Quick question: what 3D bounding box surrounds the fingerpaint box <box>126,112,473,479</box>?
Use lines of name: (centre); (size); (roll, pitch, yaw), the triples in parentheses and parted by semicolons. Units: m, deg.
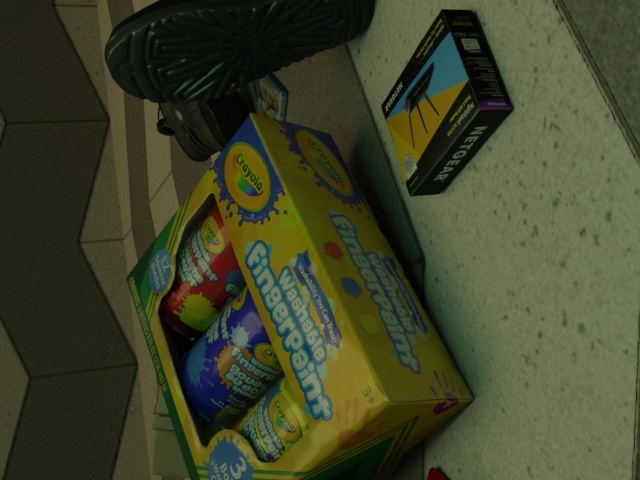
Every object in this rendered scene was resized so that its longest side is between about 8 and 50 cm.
fingerpaint box: (-0.063, 0.120, 1.117); (0.371, 0.163, 0.444); (-47, 54, 32)

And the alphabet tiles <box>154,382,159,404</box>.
alphabet tiles: (-0.250, 0.340, 1.758); (0.278, 0.021, 0.284); (53, -153, -38)

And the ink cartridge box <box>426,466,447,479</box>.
ink cartridge box: (0.100, 0.456, 0.949); (0.272, 0.130, 0.309); (38, 113, 62)

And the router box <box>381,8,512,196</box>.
router box: (0.136, -0.151, 0.937); (0.179, 0.046, 0.133); (123, 137, -57)

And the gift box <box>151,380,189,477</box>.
gift box: (-0.165, 0.276, 1.524); (0.258, 0.277, 0.255); (104, 165, -47)

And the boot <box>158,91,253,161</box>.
boot: (-0.269, -0.315, 1.646); (0.223, 0.118, 0.338); (0, 113, 54)

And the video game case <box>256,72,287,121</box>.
video game case: (-0.094, -0.219, 1.535); (0.119, 0.015, 0.166); (-124, 36, -51)

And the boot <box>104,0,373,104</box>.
boot: (-0.170, -0.413, 1.224); (0.146, 0.367, 0.445); (89, 161, -51)

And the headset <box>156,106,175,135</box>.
headset: (-0.268, -0.402, 1.823); (0.394, 0.185, 0.243); (-64, 30, 26)

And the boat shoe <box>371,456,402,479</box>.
boat shoe: (0.016, 0.355, 1.242); (0.340, 0.127, 0.113); (109, 149, -42)
